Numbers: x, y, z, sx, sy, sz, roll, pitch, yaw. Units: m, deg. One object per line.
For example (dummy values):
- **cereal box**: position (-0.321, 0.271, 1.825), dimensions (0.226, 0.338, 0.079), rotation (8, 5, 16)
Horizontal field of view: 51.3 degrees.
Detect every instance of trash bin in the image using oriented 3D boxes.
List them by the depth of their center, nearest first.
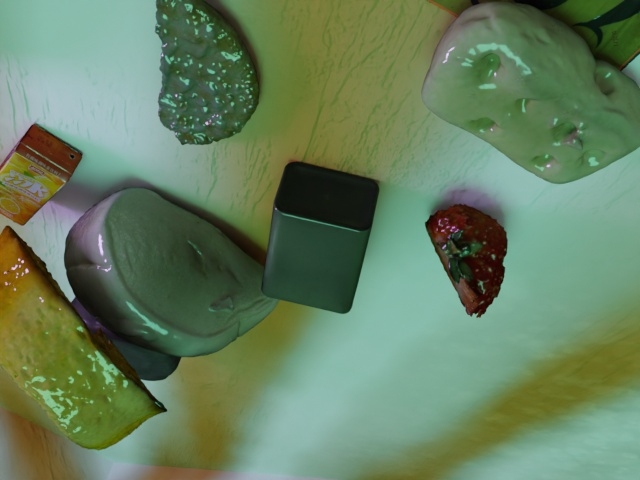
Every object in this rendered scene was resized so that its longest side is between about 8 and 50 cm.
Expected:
- **trash bin**: position (0.000, 0.000, 1.086), dimensions (0.164, 0.122, 0.240), rotation (14, 145, 1)

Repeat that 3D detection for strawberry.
- **strawberry**: position (0.240, 0.023, 1.023), dimensions (0.107, 0.175, 0.236), rotation (-27, 174, 6)

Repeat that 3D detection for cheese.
- **cheese**: position (0.239, -0.161, 0.757), dimensions (0.263, 0.093, 0.159), rotation (28, 147, -22)

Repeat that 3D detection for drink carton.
- **drink carton**: position (-0.512, -0.110, 1.167), dimensions (0.096, 0.071, 0.223), rotation (35, 142, -27)

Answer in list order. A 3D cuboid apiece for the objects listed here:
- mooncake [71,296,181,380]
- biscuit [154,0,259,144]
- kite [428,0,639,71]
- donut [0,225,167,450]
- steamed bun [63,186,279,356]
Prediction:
- **mooncake**: position (-0.444, 0.204, 1.539), dimensions (0.306, 0.154, 0.306), rotation (11, 148, 7)
- **biscuit**: position (-0.149, -0.214, 0.893), dimensions (0.141, 0.038, 0.290), rotation (16, 149, -3)
- **kite**: position (0.231, -0.283, 0.657), dimensions (0.327, 0.013, 0.377), rotation (-2, 147, 26)
- **donut**: position (-0.465, 0.196, 1.176), dimensions (0.377, 0.163, 0.435), rotation (19, 145, 57)
- **steamed bun**: position (-0.284, 0.093, 1.226), dimensions (0.383, 0.236, 0.247), rotation (35, 149, -25)
